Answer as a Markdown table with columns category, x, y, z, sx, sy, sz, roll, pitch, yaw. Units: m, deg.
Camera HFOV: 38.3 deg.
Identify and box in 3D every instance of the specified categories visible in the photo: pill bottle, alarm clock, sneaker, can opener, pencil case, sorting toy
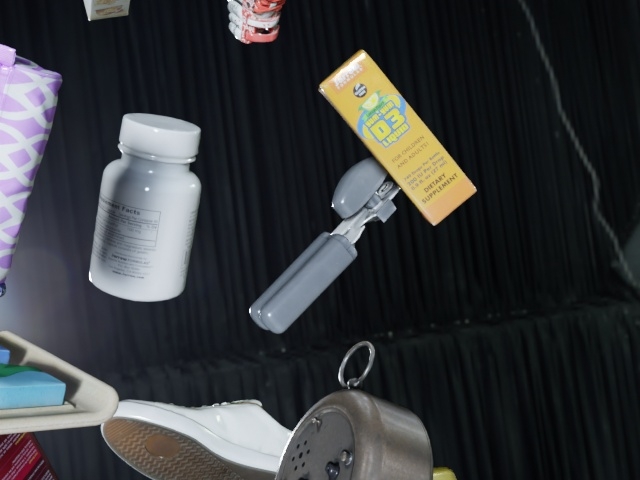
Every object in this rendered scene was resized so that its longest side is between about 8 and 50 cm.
| category | x | y | z | sx | sy | sz | roll | pitch | yaw |
| --- | --- | --- | --- | --- | --- | --- | --- | --- | --- |
| pill bottle | -0.228 | -0.046 | 1.228 | 0.131 | 0.229 | 0.131 | 11 | 16 | -3 |
| alarm clock | 0.018 | 0.154 | 0.654 | 0.064 | 0.192 | 0.129 | 28 | -43 | -23 |
| sneaker | -0.147 | 0.256 | 1.213 | 0.290 | 0.123 | 0.106 | 25 | -57 | -20 |
| sneaker | -0.076 | -0.385 | 1.454 | 0.090 | 0.145 | 0.270 | -11 | 17 | -26 |
| can opener | 0.000 | 0.000 | 1.285 | 0.283 | 0.095 | 0.076 | -45 | 20 | -16 |
| pencil case | -0.283 | -0.060 | 0.774 | 0.086 | 0.206 | 0.088 | 17 | 5 | 6 |
| sorting toy | -0.281 | 0.098 | 0.667 | 0.193 | 0.038 | 0.208 | 16 | 11 | 42 |

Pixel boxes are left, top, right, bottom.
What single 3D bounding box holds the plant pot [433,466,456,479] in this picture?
| category | x | y | z | sx | sy | sz | roll | pitch | yaw |
| --- | --- | --- | --- | --- | --- | --- | --- | --- | --- |
| plant pot | 0.055 | 0.379 | 1.021 | 0.212 | 0.212 | 0.187 | -30 | -31 | 19 |

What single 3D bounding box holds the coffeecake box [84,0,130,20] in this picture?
| category | x | y | z | sx | sy | sz | roll | pitch | yaw |
| --- | --- | --- | --- | --- | --- | --- | --- | --- | --- |
| coffeecake box | -0.337 | -0.442 | 1.412 | 0.068 | 0.142 | 0.185 | -13 | -5 | -17 |

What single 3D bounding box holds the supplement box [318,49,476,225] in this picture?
| category | x | y | z | sx | sy | sz | roll | pitch | yaw |
| --- | --- | --- | --- | --- | --- | --- | --- | --- | --- |
| supplement box | 0.097 | -0.133 | 1.189 | 0.078 | 0.233 | 0.080 | -40 | 5 | 6 |

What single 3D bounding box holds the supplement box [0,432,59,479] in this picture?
| category | x | y | z | sx | sy | sz | roll | pitch | yaw |
| --- | --- | --- | --- | --- | --- | --- | --- | --- | --- |
| supplement box | -0.378 | 0.277 | 1.062 | 0.073 | 0.239 | 0.130 | -18 | 15 | 16 |
